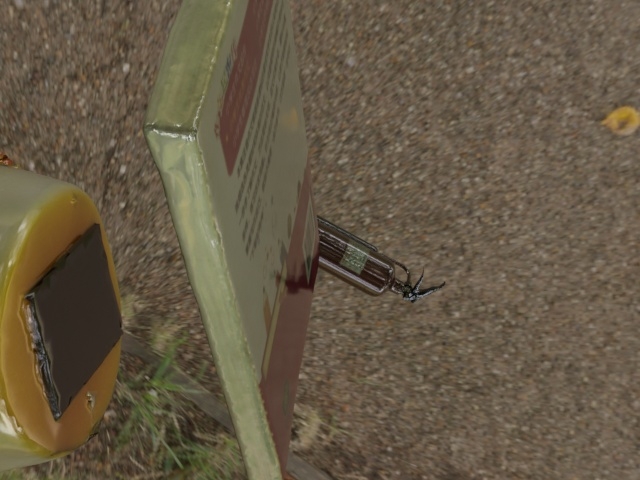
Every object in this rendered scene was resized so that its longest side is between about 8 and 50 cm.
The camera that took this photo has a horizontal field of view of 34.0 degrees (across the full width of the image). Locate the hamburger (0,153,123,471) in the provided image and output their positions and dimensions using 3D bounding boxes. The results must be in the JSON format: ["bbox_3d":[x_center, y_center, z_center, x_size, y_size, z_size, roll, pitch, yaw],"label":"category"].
[{"bbox_3d":[-0.297,0.066,0.930,0.179,0.276,0.294,-1,118,14],"label":"hamburger"}]

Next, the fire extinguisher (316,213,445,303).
[{"bbox_3d":[0.000,0.000,0.720,0.173,0.049,0.035,29,89,-11],"label":"fire extinguisher"}]

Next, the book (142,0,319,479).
[{"bbox_3d":[-0.027,-0.020,0.452,0.022,0.232,0.162,1,50,8],"label":"book"}]
